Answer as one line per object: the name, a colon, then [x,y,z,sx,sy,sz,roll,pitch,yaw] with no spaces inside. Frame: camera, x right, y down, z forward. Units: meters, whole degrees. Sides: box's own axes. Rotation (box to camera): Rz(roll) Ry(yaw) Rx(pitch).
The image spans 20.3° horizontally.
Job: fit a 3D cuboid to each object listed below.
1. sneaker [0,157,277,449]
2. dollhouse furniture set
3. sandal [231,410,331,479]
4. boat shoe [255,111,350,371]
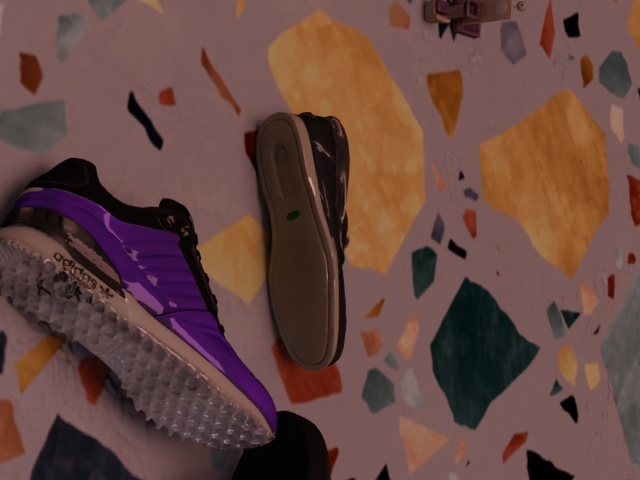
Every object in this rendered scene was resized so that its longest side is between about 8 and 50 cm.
sneaker: [-0.125,0.043,1.436,0.293,0.102,0.146,44,50,-24]
dollhouse furniture set: [0.164,-0.274,1.816,0.091,0.081,0.114,10,79,-47]
sandal: [-0.104,0.324,1.418,0.107,0.167,0.445,31,63,-22]
boat shoe: [0.000,0.000,1.610,0.079,0.084,0.233,-2,85,-47]
